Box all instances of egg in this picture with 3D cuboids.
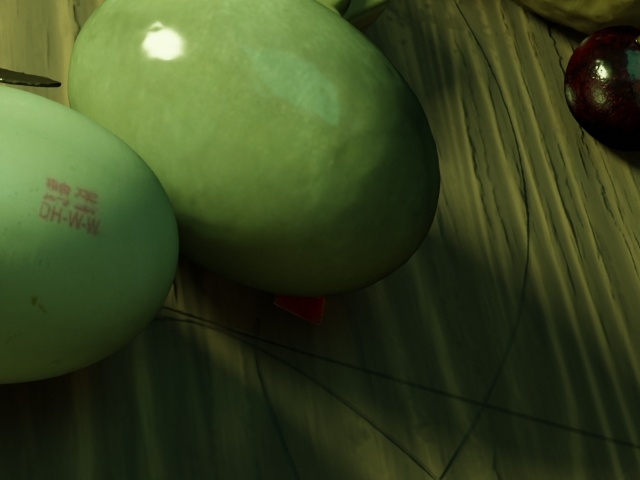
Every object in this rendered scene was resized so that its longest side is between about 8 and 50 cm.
[{"bbox_3d":[-0.287,-0.009,1.221,0.370,0.230,0.230,9,49,-25],"label":"egg"},{"bbox_3d":[-0.058,-0.095,1.415,0.352,0.258,0.258,36,43,-4],"label":"egg"}]

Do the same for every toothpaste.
[{"bbox_3d":[0.000,0.000,1.534,0.048,0.031,0.190,27,47,-10],"label":"toothpaste"}]

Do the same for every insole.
[{"bbox_3d":[-0.347,-0.152,1.328,0.327,0.007,0.111,13,12,31],"label":"insole"}]

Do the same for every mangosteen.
[{"bbox_3d":[0.353,-0.177,1.815,0.152,0.152,0.152,17,46,-18],"label":"mangosteen"}]

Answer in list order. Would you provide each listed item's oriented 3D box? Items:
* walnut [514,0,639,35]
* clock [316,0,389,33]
[{"bbox_3d":[0.344,-0.418,1.896,0.381,0.381,0.381,17,46,-18],"label":"walnut"},{"bbox_3d":[-0.098,-0.310,1.661,0.284,0.114,0.309,-31,81,-42],"label":"clock"}]
